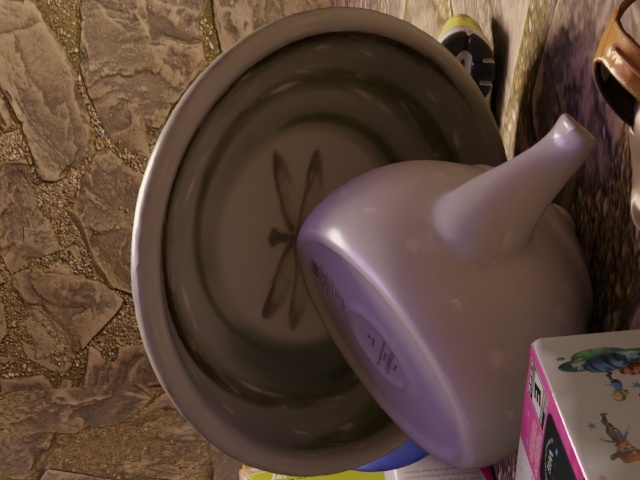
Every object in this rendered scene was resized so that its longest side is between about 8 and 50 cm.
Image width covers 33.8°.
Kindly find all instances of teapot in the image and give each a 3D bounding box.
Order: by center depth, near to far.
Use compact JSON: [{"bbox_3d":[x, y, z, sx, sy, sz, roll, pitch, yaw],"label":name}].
[{"bbox_3d":[0.115,0.036,0.804,0.256,0.187,0.253,22,142,62],"label":"teapot"}]

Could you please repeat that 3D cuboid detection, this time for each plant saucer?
[{"bbox_3d":[0.000,0.000,0.929,0.100,0.400,0.401,13,110,53],"label":"plant saucer"}]

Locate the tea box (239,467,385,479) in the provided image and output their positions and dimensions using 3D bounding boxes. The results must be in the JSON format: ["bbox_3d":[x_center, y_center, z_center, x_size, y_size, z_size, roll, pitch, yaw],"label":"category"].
[{"bbox_3d":[0.039,0.508,1.488,0.323,0.219,0.329,-165,71,-68],"label":"tea box"}]

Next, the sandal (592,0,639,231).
[{"bbox_3d":[0.181,-0.088,0.602,0.072,0.049,0.180,-115,22,-81],"label":"sandal"}]

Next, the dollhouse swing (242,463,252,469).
[{"bbox_3d":[0.009,0.573,2.014,0.347,0.304,0.315,92,174,-47],"label":"dollhouse swing"}]

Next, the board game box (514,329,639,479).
[{"bbox_3d":[0.180,0.225,0.551,0.303,0.097,0.224,-101,8,-58],"label":"board game box"}]

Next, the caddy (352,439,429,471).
[{"bbox_3d":[0.034,0.069,1.112,0.341,0.241,0.179,66,-161,6],"label":"caddy"}]

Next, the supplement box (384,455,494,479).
[{"bbox_3d":[0.136,0.289,1.203,0.220,0.111,0.114,-96,4,-46],"label":"supplement box"}]

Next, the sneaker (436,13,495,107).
[{"bbox_3d":[0.142,-0.137,1.085,0.094,0.081,0.209,-84,1,-51],"label":"sneaker"}]
